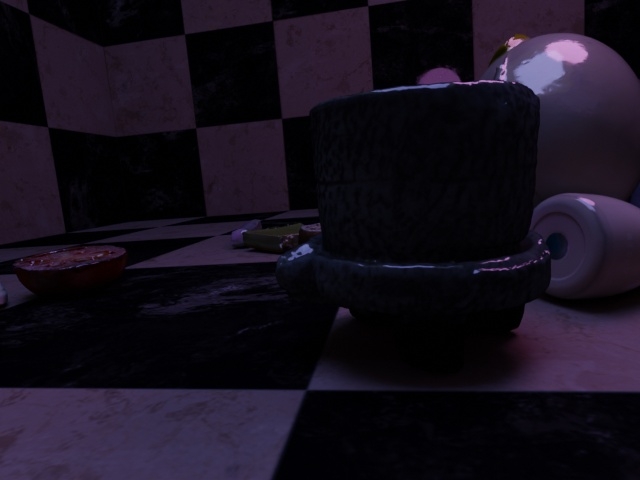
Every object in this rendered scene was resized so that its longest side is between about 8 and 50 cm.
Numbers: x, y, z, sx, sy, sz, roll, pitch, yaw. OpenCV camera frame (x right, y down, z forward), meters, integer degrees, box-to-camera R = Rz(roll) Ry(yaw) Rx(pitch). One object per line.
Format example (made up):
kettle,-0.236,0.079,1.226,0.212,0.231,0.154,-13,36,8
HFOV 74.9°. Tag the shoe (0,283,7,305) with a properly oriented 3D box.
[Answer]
shoe,-0.753,0.059,0.858,0.363,0.160,0.131,2,12,42

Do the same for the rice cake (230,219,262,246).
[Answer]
rice cake,-0.268,-0.030,1.544,0.070,0.064,0.399,-11,8,-1

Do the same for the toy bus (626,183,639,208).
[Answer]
toy bus,0.696,-0.064,0.776,0.231,0.197,0.294,12,-1,-42

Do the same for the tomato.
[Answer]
tomato,-0.541,0.070,0.922,0.224,0.085,0.225,-1,9,0

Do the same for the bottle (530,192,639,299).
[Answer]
bottle,0.434,0.010,0.608,0.236,0.148,0.147,1,6,-16

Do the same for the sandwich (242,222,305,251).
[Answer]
sandwich,-0.086,-0.007,1.316,0.212,0.063,0.245,8,15,44

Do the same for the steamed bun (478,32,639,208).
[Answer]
steamed bun,0.410,-0.186,0.764,0.333,0.334,0.374,0,53,29

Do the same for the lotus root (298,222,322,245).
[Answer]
lotus root,0.002,0.001,1.155,0.122,0.081,0.112,-10,17,-33

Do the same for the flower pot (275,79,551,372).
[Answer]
flower pot,0.093,-0.016,0.484,0.299,0.283,0.299,-5,12,1
